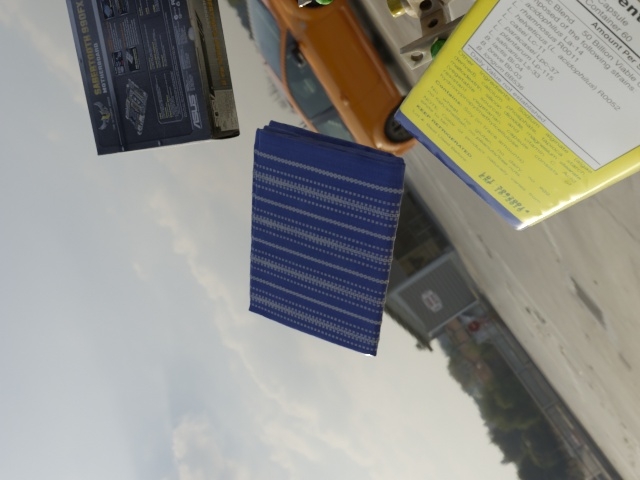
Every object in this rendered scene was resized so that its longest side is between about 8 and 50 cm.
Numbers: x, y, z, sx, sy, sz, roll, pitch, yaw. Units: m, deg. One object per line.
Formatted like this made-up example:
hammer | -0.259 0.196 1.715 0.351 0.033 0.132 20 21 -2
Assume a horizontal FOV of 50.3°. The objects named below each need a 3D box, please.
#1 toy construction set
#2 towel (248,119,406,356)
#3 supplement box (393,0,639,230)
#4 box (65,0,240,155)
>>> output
toy construction set | 0.117 -0.394 1.075 0.257 0.309 0.237 74 -167 -62
towel | 0.000 0.000 1.049 0.243 0.335 0.040 18 -151 23
supplement box | 0.244 -0.177 0.610 0.194 0.195 0.356 43 163 1
box | -0.197 -0.220 0.784 0.056 0.183 0.230 -25 -72 -57
